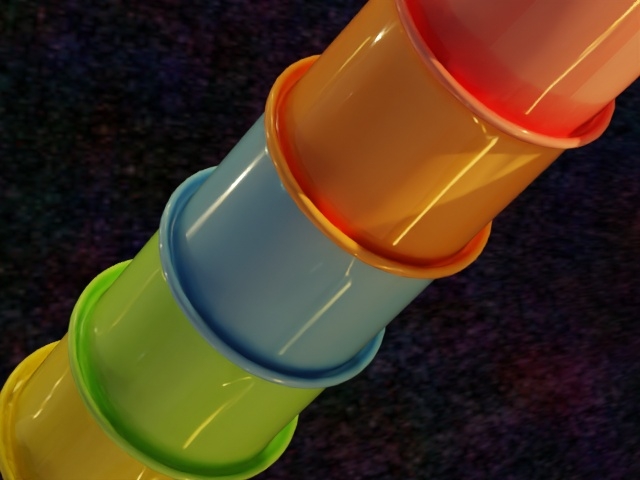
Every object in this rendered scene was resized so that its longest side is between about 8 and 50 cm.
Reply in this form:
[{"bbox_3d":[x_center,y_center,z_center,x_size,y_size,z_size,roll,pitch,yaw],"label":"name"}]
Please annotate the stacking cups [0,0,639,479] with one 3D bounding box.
[{"bbox_3d":[0.000,0.000,0.475,0.316,0.096,0.096,-45,69,44],"label":"stacking cups"}]
